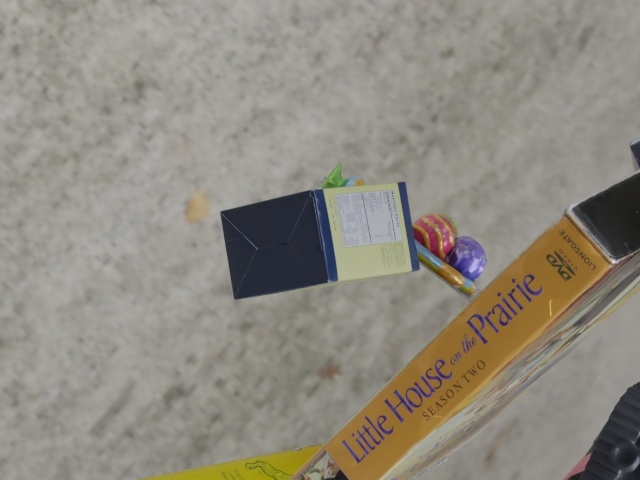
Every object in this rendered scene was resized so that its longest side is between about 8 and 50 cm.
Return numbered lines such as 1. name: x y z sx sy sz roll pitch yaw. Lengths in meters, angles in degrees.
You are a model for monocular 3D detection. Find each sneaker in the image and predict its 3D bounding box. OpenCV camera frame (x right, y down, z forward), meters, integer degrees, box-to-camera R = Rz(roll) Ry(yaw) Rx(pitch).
1. sneaker: 0.239 0.273 1.518 0.319 0.112 0.131 -47 158 -14

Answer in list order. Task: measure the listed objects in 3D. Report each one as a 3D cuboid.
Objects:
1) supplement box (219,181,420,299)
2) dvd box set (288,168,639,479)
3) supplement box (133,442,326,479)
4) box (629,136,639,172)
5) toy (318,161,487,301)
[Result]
1. supplement box: 0.000 0.000 1.031 0.083 0.083 0.056 -6 86 -46
2. dvd box set: 0.170 0.083 1.468 0.308 0.062 0.420 -22 160 -51
3. supplement box: -0.076 0.364 1.824 0.357 0.195 0.194 -4 135 -46
4. box: 0.382 0.000 1.603 0.108 0.207 0.153 -23 155 5
5. toy: 0.106 -0.006 1.728 0.056 0.237 0.137 -57 -176 9
